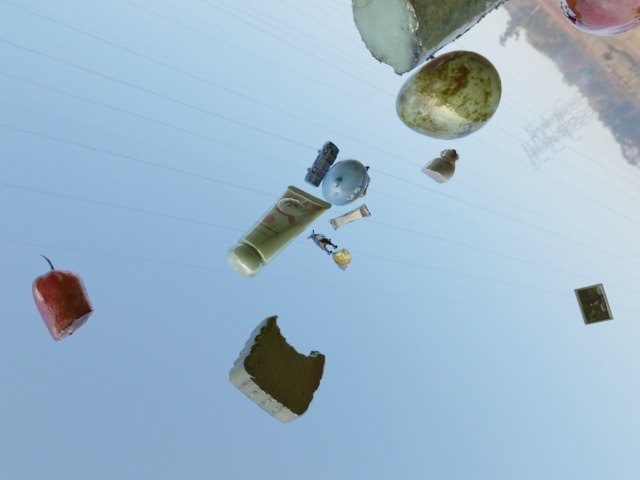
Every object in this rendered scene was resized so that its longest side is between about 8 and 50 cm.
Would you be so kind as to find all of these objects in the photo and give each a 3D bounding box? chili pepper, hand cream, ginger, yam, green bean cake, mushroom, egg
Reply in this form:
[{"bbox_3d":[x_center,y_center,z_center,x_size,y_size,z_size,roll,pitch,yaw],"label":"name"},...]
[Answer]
[{"bbox_3d":[-0.513,0.099,0.789,0.086,0.084,0.192,-22,-114,-37],"label":"chili pepper"},{"bbox_3d":[-0.111,-0.028,1.037,0.147,0.093,0.306,27,-125,22],"label":"hand cream"},{"bbox_3d":[0.057,0.053,1.133,0.057,0.137,0.044,11,-103,3],"label":"ginger"},{"bbox_3d":[0.206,-0.409,0.616,0.168,0.304,0.168,52,180,0],"label":"yam"},{"bbox_3d":[-0.120,0.363,1.144,0.236,0.124,0.233,42,-143,-8],"label":"green bean cake"},{"bbox_3d":[0.488,-0.299,1.582,0.116,0.093,0.225,34,-125,22],"label":"mushroom"},{"bbox_3d":[0.358,-0.404,1.141,0.238,0.289,0.238,-8,-90,-76],"label":"egg"}]

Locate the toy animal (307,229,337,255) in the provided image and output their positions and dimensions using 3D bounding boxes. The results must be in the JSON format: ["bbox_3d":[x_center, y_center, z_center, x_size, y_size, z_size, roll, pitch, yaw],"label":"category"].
[{"bbox_3d":[0.000,0.000,1.290,0.065,0.047,0.135,33,-176,-26],"label":"toy animal"}]

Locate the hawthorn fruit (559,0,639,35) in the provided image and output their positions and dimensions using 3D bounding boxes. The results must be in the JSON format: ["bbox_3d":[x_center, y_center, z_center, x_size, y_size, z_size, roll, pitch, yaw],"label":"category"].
[{"bbox_3d":[0.546,-0.528,0.686,0.276,0.276,0.307,6,-107,-38],"label":"hawthorn fruit"}]

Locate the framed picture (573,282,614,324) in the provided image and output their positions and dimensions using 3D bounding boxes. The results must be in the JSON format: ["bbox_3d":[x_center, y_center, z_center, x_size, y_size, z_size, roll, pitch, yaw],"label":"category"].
[{"bbox_3d":[0.650,0.151,0.958,0.006,0.066,0.089,25,-128,-79],"label":"framed picture"}]

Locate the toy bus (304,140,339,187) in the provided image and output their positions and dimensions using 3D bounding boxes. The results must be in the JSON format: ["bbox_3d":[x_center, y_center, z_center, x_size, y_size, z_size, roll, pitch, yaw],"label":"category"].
[{"bbox_3d":[0.004,-0.268,1.419,0.065,0.047,0.166,32,-94,-23],"label":"toy bus"}]

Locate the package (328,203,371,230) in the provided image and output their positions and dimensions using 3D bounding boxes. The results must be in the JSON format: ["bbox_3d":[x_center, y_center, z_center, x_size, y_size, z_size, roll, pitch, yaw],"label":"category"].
[{"bbox_3d":[0.072,-0.057,1.013,0.037,0.110,0.015,58,-149,-16],"label":"package"}]

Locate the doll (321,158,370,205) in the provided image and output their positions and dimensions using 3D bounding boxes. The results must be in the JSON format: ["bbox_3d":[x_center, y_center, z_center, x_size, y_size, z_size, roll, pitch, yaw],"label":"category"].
[{"bbox_3d":[0.101,-0.203,1.427,0.141,0.177,0.314,43,-160,12],"label":"doll"}]
